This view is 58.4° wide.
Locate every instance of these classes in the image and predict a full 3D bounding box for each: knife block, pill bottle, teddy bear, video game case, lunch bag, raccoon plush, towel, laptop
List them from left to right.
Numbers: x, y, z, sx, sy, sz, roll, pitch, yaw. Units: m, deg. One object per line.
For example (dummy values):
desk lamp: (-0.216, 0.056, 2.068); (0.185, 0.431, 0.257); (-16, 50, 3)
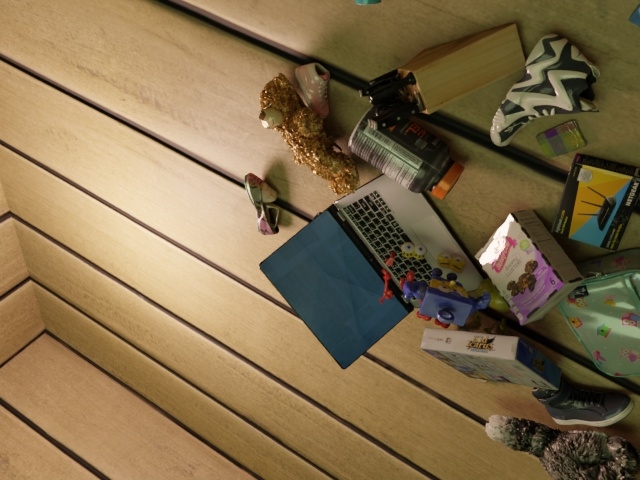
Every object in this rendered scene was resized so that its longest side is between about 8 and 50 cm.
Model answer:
teddy bear: (-0.033, -0.235, 1.383); (0.338, 0.113, 0.245); (50, 177, -23)
laptop: (0.131, 0.085, 1.470); (0.408, 0.236, 0.382); (-27, 106, 46)
pill bottle: (0.194, -0.191, 1.273); (0.246, 0.130, 0.130); (35, 138, 8)
knife block: (0.218, -0.298, 1.083); (0.276, 0.242, 0.088); (-5, 121, 39)
video game case: (0.421, 0.290, 1.410); (0.244, 0.061, 0.269); (-3, 153, 42)
towel: (0.479, -0.200, 1.140); (0.083, 0.009, 0.060); (-21, 110, 46)
raccoon plush: (0.637, 0.661, 1.480); (0.447, 0.299, 0.216); (1, 143, 34)
lunch bag: (0.657, 0.158, 1.226); (0.224, 0.108, 0.279); (-22, 109, 45)

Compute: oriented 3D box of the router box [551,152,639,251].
router box: (0.557, -0.075, 1.156); (0.133, 0.046, 0.178); (20, 134, 24)

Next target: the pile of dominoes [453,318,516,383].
pile of dominoes: (0.442, 0.299, 1.577); (0.196, 0.040, 0.251); (37, 146, 0)

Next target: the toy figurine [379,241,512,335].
toy figurine: (0.310, 0.163, 1.342); (0.363, 0.217, 0.191); (19, 112, 4)

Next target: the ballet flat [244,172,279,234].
ballet flat: (-0.159, -0.105, 1.664); (0.079, 0.077, 0.221); (2, 132, 14)

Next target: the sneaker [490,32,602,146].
sneaker: (0.430, -0.248, 1.073); (0.153, 0.094, 0.235); (37, 129, 18)

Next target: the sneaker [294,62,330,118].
sneaker: (-0.002, -0.354, 1.345); (0.070, 0.051, 0.134); (-10, 118, 39)

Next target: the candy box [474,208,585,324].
candy box: (0.452, 0.058, 1.260); (0.196, 0.070, 0.164); (63, 148, 30)

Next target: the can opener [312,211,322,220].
can opener: (0.000, 0.000, 1.644); (0.059, 0.073, 0.186); (1, 140, -12)

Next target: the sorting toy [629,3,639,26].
sorting toy: (0.657, -0.282, 0.909); (0.348, 0.047, 0.196); (45, 138, -3)

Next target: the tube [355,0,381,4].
tube: (0.089, -0.568, 1.106); (0.080, 0.052, 0.207); (11, 125, 24)

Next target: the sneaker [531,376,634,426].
sneaker: (0.644, 0.386, 1.442); (0.163, 0.086, 0.226); (49, 139, -11)
